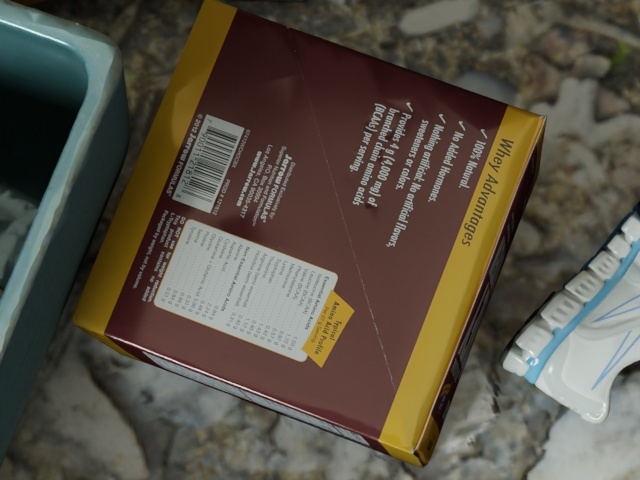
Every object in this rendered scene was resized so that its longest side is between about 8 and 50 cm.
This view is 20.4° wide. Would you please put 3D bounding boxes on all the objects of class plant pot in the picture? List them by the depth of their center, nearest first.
[{"bbox_3d":[-0.242,0.001,0.933,0.247,0.252,0.248,20,82,5],"label":"plant pot"}]

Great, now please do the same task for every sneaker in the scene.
[{"bbox_3d":[0.191,0.022,0.991,0.083,0.071,0.191,42,94,5],"label":"sneaker"}]

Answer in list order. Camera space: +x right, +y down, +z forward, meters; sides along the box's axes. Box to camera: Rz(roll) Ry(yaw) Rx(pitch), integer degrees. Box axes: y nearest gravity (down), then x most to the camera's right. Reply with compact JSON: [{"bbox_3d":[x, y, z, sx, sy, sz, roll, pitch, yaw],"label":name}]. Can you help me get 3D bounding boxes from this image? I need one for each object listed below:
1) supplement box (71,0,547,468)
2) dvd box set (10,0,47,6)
[{"bbox_3d":[0.000,0.000,0.975,0.194,0.129,0.191,21,82,9],"label":"supplement box"},{"bbox_3d":[-0.291,-0.264,1.052,0.420,0.062,0.308,-12,77,12],"label":"dvd box set"}]
